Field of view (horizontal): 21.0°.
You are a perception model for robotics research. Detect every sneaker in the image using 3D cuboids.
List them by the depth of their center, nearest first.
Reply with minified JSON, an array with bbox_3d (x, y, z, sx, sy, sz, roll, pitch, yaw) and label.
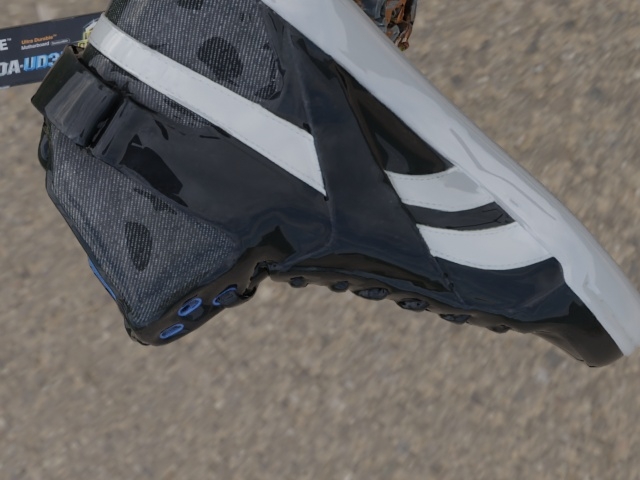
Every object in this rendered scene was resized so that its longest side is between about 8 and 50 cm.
[{"bbox_3d":[0.000,0.000,0.540,0.121,0.079,0.217,-47,119,5],"label":"sneaker"}]

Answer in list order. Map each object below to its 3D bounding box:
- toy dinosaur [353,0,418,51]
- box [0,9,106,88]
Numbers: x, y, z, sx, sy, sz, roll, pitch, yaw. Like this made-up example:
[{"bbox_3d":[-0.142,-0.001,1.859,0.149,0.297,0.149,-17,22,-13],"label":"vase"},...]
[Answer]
[{"bbox_3d":[-0.009,-0.216,0.984,0.164,0.218,0.322,10,129,43],"label":"toy dinosaur"},{"bbox_3d":[-0.238,-0.165,1.498,0.175,0.220,0.051,-10,98,-2],"label":"box"}]
